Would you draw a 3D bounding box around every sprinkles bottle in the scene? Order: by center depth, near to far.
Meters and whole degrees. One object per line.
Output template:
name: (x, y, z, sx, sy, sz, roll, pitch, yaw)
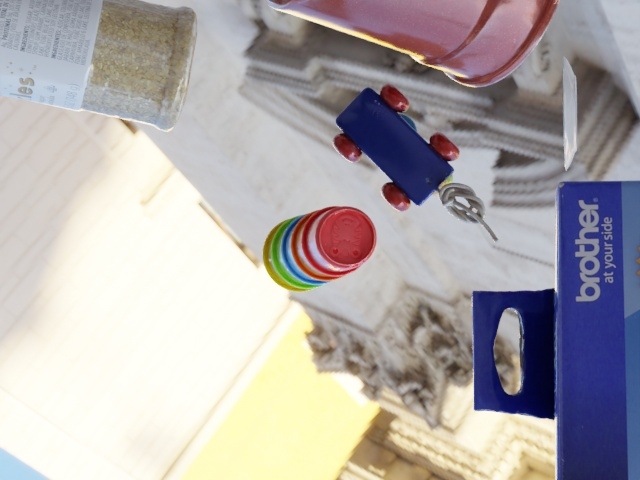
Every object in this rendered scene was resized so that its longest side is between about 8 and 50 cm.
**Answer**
sprinkles bottle: (-0.295, -0.191, 1.065, 0.355, 0.121, 0.121, 10, -128, -13)

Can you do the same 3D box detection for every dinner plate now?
dinner plate: (0.310, -0.158, 1.459, 0.017, 0.141, 0.141, 0, -124, 14)

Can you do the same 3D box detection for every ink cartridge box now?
ink cartridge box: (0.322, 0.092, 0.924, 0.395, 0.151, 0.270, -2, -102, 14)

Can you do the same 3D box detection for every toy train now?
toy train: (0.136, -0.077, 1.453, 0.105, 0.143, 0.248, -46, -103, 9)

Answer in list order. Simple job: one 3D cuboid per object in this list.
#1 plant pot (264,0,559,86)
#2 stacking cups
plant pot: (0.086, -0.324, 1.284, 0.272, 0.265, 0.272, -22, -116, 59)
stacking cups: (0.000, 0.000, 1.320, 0.096, 0.096, 0.316, -52, -176, -11)
